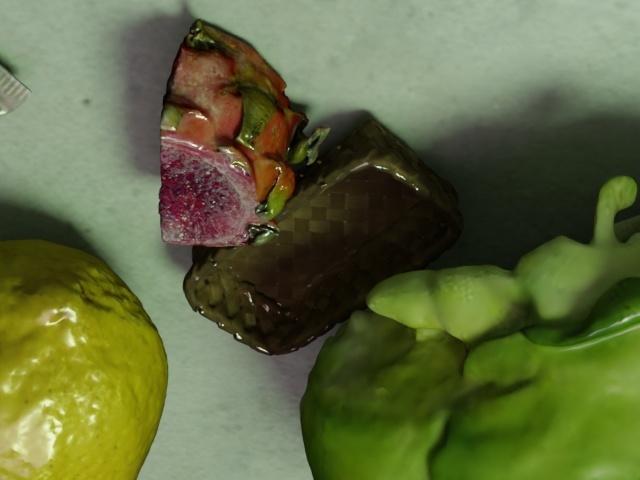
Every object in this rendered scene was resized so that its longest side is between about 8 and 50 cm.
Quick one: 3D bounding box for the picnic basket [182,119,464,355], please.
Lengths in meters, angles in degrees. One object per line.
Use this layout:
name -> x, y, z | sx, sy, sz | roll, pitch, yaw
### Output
picnic basket -> 0.000, 0.000, 1.064 | 0.193, 0.055, 0.110 | -35, 125, 29

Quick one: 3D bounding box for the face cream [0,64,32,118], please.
face cream -> -0.346, -0.034, 1.044 | 0.137, 0.084, 0.341 | 41, 116, -18

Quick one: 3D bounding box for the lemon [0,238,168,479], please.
lemon -> -0.208, 0.109, 1.079 | 0.204, 0.204, 0.260 | 21, 133, -15

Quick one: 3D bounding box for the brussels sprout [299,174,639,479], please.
brussels sprout -> 0.177, 0.131, 1.024 | 0.371, 0.276, 0.315 | -37, 82, 26

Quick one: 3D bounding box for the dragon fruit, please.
dragon fruit -> -0.049, -0.054, 0.987 | 0.096, 0.102, 0.147 | 14, 142, 7
